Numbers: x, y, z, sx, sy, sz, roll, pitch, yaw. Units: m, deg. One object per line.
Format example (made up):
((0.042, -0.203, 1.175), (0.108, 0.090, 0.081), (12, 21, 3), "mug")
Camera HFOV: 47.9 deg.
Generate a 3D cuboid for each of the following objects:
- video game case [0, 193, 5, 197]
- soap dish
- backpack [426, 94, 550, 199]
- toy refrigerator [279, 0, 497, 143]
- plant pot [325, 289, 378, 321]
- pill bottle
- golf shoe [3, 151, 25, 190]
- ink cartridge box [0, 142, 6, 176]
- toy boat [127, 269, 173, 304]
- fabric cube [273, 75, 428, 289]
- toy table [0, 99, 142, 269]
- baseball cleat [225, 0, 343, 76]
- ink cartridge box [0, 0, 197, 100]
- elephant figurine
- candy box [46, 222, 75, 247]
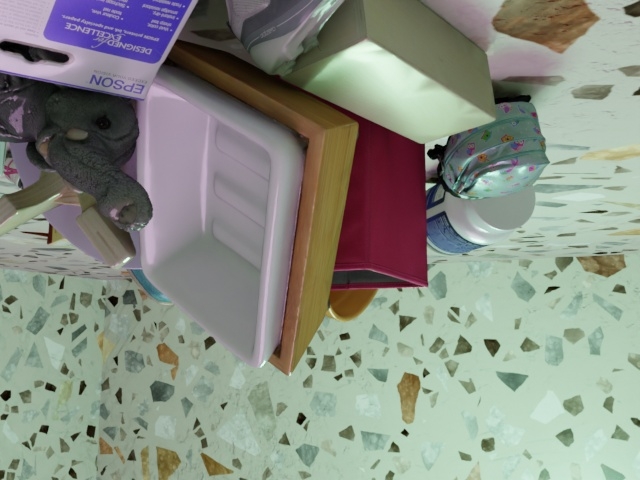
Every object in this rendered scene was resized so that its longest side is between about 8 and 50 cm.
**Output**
((-0.766, -0.102, 1.622), (0.087, 0.011, 0.122), (-4, 171, 29), "video game case")
((-0.080, -0.037, 0.734), (0.229, 0.291, 0.118), (33, -138, 30), "soap dish")
((0.242, -0.122, 0.988), (0.152, 0.115, 0.182), (-18, 167, -5), "backpack")
((0.077, -0.187, 0.749), (0.102, 0.094, 0.269), (-15, 165, 36), "toy refrigerator")
((0.000, 0.000, 1.474), (0.203, 0.291, 0.291), (15, 179, 29), "plant pot")
((0.288, -0.059, 1.373), (0.153, 0.153, 0.265), (2, 172, -12), "pill bottle")
((-0.523, -0.116, 1.269), (0.067, 0.086, 0.186), (4, 172, -32), "golf shoe")
((-0.571, -0.156, 0.855), (0.306, 0.131, 0.226), (0, 171, 9), "ink cartridge box")
((-0.257, -0.036, 1.450), (0.318, 0.267, 0.148), (-29, -176, -10), "toy boat")
((-0.008, -0.069, 0.977), (0.259, 0.258, 0.254), (-4, 171, 24), "fabric cube")
((-0.285, -0.081, 0.859), (0.274, 0.252, 0.161), (42, -174, -3), "toy table")
((-0.014, -0.223, 0.572), (0.206, 0.109, 0.072), (-42, -177, 39), "baseball cleat")
((-0.192, -0.204, 0.529), (0.206, 0.045, 0.208), (6, 143, -35), "ink cartridge box")
((-0.240, -0.120, 0.676), (0.239, 0.186, 0.169), (21, 169, -6), "elephant figurine")
((-0.289, -0.070, 1.225), (0.316, 0.183, 0.087), (7, 170, -37), "candy box")
